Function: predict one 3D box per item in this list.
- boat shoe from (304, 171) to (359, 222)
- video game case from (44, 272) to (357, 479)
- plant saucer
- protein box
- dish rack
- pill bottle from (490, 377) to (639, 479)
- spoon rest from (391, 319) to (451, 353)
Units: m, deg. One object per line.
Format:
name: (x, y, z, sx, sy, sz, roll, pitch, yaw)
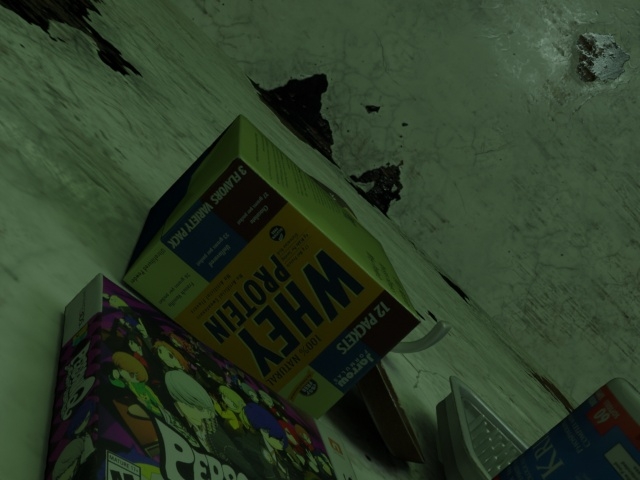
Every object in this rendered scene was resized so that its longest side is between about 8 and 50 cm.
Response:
boat shoe: (0.000, 0.000, 0.950, 0.096, 0.117, 0.324, 69, -5, -48)
video game case: (-0.050, 0.142, 0.445, 0.232, 0.042, 0.210, 40, 10, -27)
plant saucer: (0.057, 0.148, 0.761, 0.168, 0.029, 0.168, 64, 3, -6)
protein box: (-0.044, 0.017, 0.688, 0.201, 0.136, 0.200, 42, 10, -17)
dish rack: (0.246, 0.318, 0.852, 0.333, 0.072, 0.285, 45, 11, -2)
pill bottle: (0.177, 0.215, 0.553, 0.124, 0.221, 0.124, 44, 10, -10)
spoon rest: (0.044, 0.070, 1.056, 0.276, 0.084, 0.137, 35, 5, 20)
